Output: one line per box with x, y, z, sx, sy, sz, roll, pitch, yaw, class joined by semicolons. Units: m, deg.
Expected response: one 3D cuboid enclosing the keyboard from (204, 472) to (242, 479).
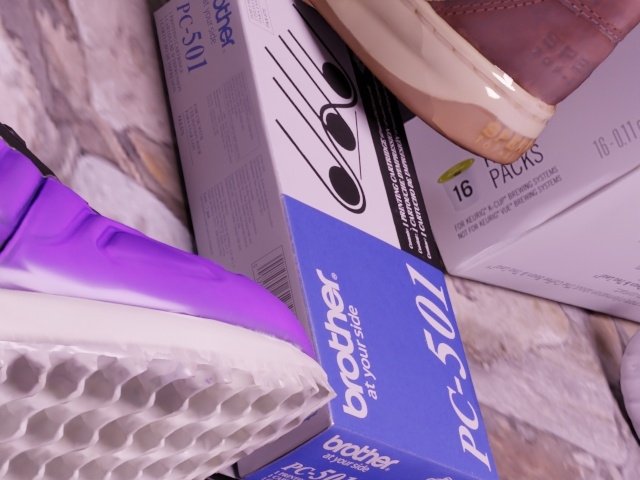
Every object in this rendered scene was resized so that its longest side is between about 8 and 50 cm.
0.036;0.114;0.627;0.180;0.108;0.023;25;85;-45;keyboard

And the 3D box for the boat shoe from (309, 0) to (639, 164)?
0.006;-0.191;0.788;0.342;0.123;0.123;52;20;21;boat shoe

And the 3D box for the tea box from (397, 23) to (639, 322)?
0.180;-0.145;0.967;0.329;0.220;0.323;14;50;-53;tea box

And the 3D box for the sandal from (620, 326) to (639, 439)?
0.244;0.140;0.908;0.265;0.102;0.076;59;30;7;sandal

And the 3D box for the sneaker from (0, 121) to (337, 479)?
-0.110;-0.011;0.485;0.293;0.102;0.146;16;48;-52;sneaker

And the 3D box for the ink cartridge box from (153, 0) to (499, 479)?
0.000;0.000;0.714;0.097;0.046;0.207;25;42;-45;ink cartridge box
